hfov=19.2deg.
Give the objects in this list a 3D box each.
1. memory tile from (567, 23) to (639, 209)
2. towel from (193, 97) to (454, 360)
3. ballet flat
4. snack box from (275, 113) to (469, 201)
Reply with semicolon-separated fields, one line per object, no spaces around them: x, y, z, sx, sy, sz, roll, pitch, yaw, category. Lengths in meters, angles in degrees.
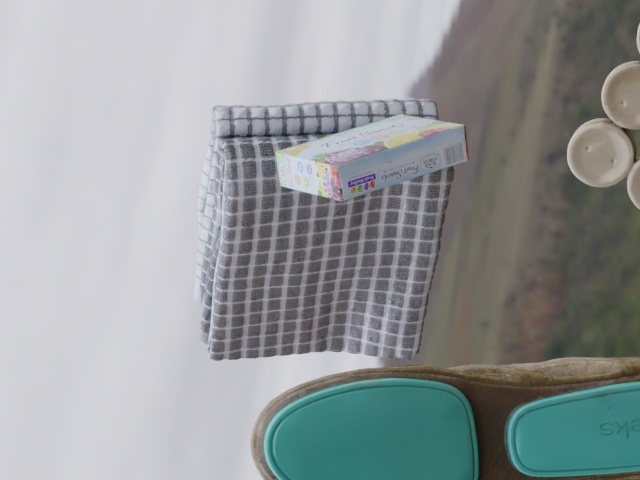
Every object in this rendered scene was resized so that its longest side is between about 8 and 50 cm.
0.219;-0.053;1.020;0.113;0.148;0.012;-62;-2;22;memory tile
0.000;0.000;1.858;0.121;0.235;0.284;-112;22;-48;towel
0.113;0.134;1.397;0.124;0.342;0.116;-146;50;-78;ballet flat
0.046;-0.075;1.678;0.100;0.141;0.037;14;117;56;snack box
